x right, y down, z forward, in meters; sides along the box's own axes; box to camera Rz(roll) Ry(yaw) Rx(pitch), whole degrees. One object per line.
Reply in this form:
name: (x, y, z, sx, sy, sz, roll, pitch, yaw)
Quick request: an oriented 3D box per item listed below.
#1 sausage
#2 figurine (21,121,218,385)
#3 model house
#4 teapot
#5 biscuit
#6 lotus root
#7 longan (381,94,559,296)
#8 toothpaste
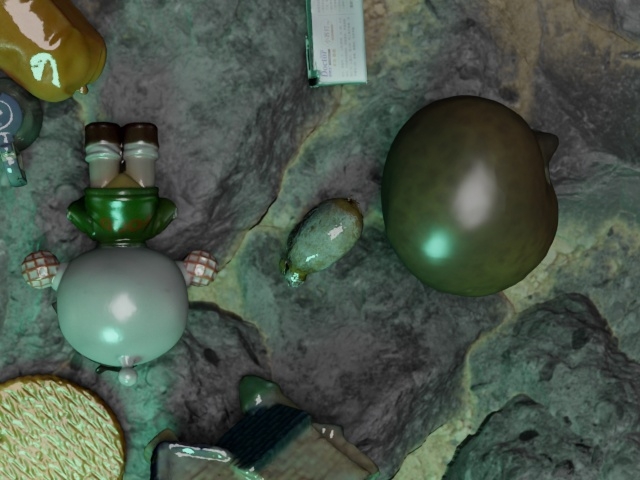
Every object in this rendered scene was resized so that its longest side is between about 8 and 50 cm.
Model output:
sausage: (-0.405, -0.300, 1.637, 0.241, 0.120, 0.136, 43, 102, -12)
figurine: (-0.281, 0.018, 1.674, 0.281, 0.167, 0.370, 0, 87, -15)
model house: (-0.111, 0.365, 1.724, 0.284, 0.243, 0.298, 43, 59, 13)
teapot: (-0.453, -0.156, 1.649, 0.111, 0.108, 0.149, 14, 93, -10)
biscuit: (-0.412, 0.320, 1.743, 0.254, 0.035, 0.254, -1, 95, -9)
lotus root: (-0.001, -0.001, 1.764, 0.165, 0.088, 0.088, -44, 102, 7)
longan: (0.221, -0.068, 1.715, 0.300, 0.243, 0.300, -12, 114, -27)
toothpaste: (0.018, -0.384, 1.731, 0.089, 0.071, 0.313, -5, 96, -11)
